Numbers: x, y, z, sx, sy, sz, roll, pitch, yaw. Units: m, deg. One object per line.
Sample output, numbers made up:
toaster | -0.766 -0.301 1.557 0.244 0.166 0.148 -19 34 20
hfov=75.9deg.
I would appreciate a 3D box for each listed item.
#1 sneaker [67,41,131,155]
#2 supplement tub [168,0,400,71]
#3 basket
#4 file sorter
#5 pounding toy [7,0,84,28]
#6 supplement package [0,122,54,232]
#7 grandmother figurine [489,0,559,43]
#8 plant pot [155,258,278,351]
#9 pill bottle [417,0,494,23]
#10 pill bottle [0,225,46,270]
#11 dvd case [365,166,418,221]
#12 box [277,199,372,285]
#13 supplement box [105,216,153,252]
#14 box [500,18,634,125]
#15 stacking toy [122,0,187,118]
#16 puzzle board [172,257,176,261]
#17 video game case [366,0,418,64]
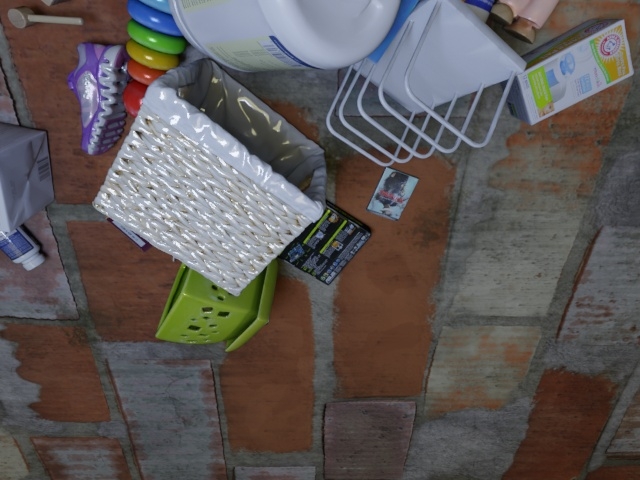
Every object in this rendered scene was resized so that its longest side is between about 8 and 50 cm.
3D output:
sneaker | -0.463 -0.294 0.843 0.105 0.095 0.236 21 111 -4
supplement tub | -0.069 -0.373 0.600 0.236 0.325 0.235 -17 117 -36
basket | -0.192 -0.131 0.799 0.331 0.328 0.266 37 113 -19
file sorter | 0.160 -0.253 0.730 0.193 0.278 0.172 28 81 -23
pounding toy | -0.490 -0.478 0.743 0.206 0.094 0.181 -35 119 26
supplement package | -0.761 -0.153 0.856 0.294 0.175 0.177 10 120 -7
grandmother figurine | 0.454 -0.536 0.724 0.208 0.104 0.342 14 121 -33
plant pot | -0.230 0.120 0.968 0.207 0.228 0.227 25 134 -20
pill bottle | 0.242 -0.466 0.726 0.153 0.152 0.271 11 117 -7
pill bottle | -0.739 0.013 1.007 0.067 0.067 0.120 -23 116 11
dvd case | 0.172 -0.111 0.993 0.087 0.013 0.119 19 117 -11
box | 0.000 0.000 1.032 0.184 0.045 0.190 31 114 -14
supplement box | -0.369 -0.072 0.901 0.081 0.188 0.104 -35 114 14
box | 0.486 -0.340 0.827 0.203 0.103 0.114 -26 116 12
stacking toy | -0.315 -0.384 0.782 0.141 0.141 0.330 20 122 -12
puzzle board | -0.317 -0.021 0.964 0.011 0.128 0.096 15 117 0
video game case | 0.095 -0.462 0.677 0.061 0.244 0.269 16 121 -41
